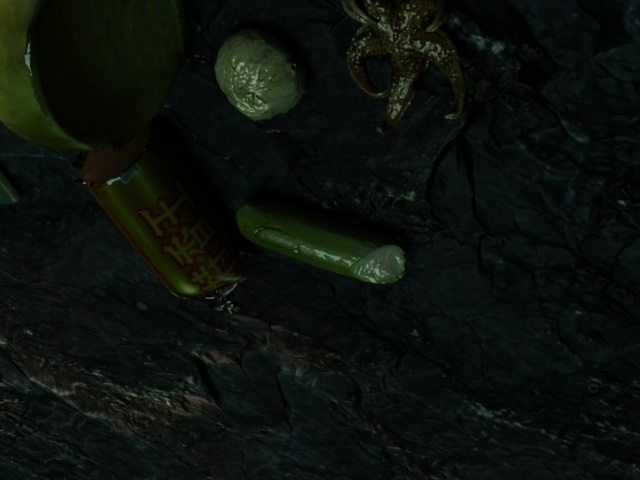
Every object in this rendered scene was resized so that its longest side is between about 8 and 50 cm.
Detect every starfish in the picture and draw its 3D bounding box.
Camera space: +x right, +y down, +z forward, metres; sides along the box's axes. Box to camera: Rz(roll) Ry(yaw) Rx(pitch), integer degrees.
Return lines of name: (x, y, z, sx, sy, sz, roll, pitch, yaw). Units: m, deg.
starfish: (0.090, -0.185, 1.360, 0.146, 0.074, 0.189, 18, 143, 19)

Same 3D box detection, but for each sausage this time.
sausage: (-0.196, -0.010, 1.736, 0.125, 0.117, 0.317, -28, 123, 6)

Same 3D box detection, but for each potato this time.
potato: (-0.304, -0.247, 1.396, 0.213, 0.280, 0.330, 13, 143, 20)

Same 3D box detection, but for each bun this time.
bun: (-0.074, -0.183, 1.486, 0.115, 0.069, 0.115, 21, 143, 16)

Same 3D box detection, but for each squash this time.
squash: (0.000, 0.000, 1.656, 0.239, 0.069, 0.069, 17, 143, 19)

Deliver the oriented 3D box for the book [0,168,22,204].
book: (-0.629, -0.183, 1.917, 0.264, 0.031, 0.379, -3, 133, 39)
